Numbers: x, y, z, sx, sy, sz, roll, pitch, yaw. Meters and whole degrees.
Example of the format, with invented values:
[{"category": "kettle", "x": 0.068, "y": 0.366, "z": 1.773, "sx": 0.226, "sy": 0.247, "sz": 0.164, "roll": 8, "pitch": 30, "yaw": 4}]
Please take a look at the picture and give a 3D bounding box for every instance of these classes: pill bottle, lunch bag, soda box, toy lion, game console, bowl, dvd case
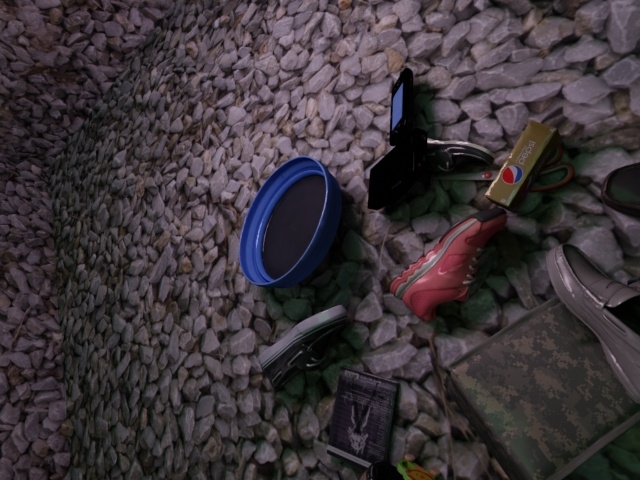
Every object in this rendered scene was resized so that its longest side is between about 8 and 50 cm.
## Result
[{"category": "pill bottle", "x": 0.101, "y": 0.609, "z": 0.936, "sx": 0.123, "sy": 0.123, "sz": 0.219, "roll": 46, "pitch": 111, "yaw": 34}, {"category": "lunch bag", "x": 0.405, "y": 0.264, "z": 0.758, "sx": 0.287, "sy": 0.169, "sz": 0.235, "roll": -30, "pitch": 55, "yaw": -5}, {"category": "soda box", "x": 0.425, "y": -0.154, "z": 0.889, "sx": 0.058, "sy": 0.061, "sz": 0.181, "roll": 35, "pitch": 100, "yaw": 37}, {"category": "toy lion", "x": 0.206, "y": 0.502, "z": 0.902, "sx": 0.100, "sy": 0.096, "sz": 0.034, "roll": 15, "pitch": 88, "yaw": 38}, {"category": "game console", "x": 0.192, "y": -0.265, "z": 1.075, "sx": 0.213, "sy": 0.044, "sz": 0.361, "roll": 141, "pitch": 140, "yaw": -60}, {"category": "bowl", "x": -0.091, "y": -0.049, "z": 1.205, "sx": 0.391, "sy": 0.077, "sz": 0.391, "roll": -27, "pitch": 51, "yaw": 39}, {"category": "dvd case", "x": 0.103, "y": 0.440, "z": 1.043, "sx": 0.165, "sy": 0.018, "sz": 0.221, "roll": 5, "pitch": 82, "yaw": 36}]

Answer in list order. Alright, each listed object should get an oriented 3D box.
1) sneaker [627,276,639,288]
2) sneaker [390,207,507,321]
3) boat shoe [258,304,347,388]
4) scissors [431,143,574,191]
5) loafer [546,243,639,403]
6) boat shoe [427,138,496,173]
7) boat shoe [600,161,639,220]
[{"category": "sneaker", "x": 0.649, "y": 0.053, "z": 0.671, "sx": 0.269, "sy": 0.101, "sz": 0.153, "roll": -37, "pitch": 63, "yaw": 27}, {"category": "sneaker", "x": 0.306, "y": 0.061, "z": 0.940, "sx": 0.314, "sy": 0.116, "sz": 0.136, "roll": -48, "pitch": 66, "yaw": 27}, {"category": "boat shoe", "x": -0.032, "y": 0.291, "z": 1.132, "sx": 0.335, "sy": 0.121, "sz": 0.119, "roll": -44, "pitch": 65, "yaw": 33}, {"category": "scissors", "x": 0.398, "y": -0.140, "z": 0.955, "sx": 0.297, "sy": 0.021, "sz": 0.109, "roll": -13, "pitch": 74, "yaw": 32}, {"category": "loafer", "x": 0.506, "y": 0.117, "z": 0.719, "sx": 0.111, "sy": 0.112, "sz": 0.319, "roll": 109, "pitch": 154, "yaw": -42}, {"category": "boat shoe", "x": 0.300, "y": -0.192, "z": 1.002, "sx": 0.233, "sy": 0.084, "sz": 0.079, "roll": 18, "pitch": 87, "yaw": 46}, {"category": "boat shoe", "x": 0.661, "y": -0.090, "z": 0.679, "sx": 0.355, "sy": 0.130, "sz": 0.132, "roll": 7, "pitch": 84, "yaw": 37}]
